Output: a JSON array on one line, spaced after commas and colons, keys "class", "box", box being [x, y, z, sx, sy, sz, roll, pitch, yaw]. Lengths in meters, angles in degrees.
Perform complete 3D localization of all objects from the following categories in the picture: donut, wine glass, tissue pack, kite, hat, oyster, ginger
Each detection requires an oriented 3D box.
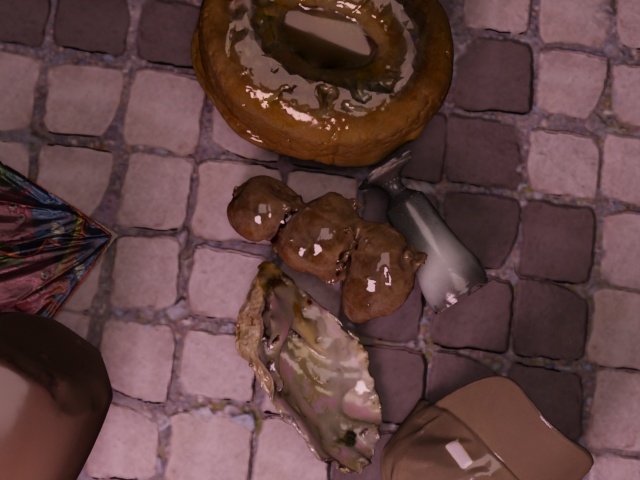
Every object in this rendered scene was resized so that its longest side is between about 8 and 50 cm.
[{"class": "donut", "box": [0.003, -0.185, 1.410, 0.261, 0.128, 0.209, 13, 81, -3]}, {"class": "wine glass", "box": [0.103, -0.009, 1.424, 0.072, 0.072, 0.155, -31, 87, -10]}, {"class": "tissue pack", "box": [-0.397, 0.138, 1.240, 0.387, 0.267, 0.277, 33, 96, 2]}, {"class": "kite", "box": [-0.313, 0.021, 1.401, 0.233, 0.016, 0.321, -9, 84, -10]}, {"class": "hat", "box": [0.151, 0.220, 1.351, 0.166, 0.173, 0.144, 45, 72, 2]}, {"class": "oyster", "box": [-0.018, 0.133, 1.393, 0.209, 0.072, 0.133, 50, 49, -11]}, {"class": "ginger", "box": [0.000, 0.000, 1.392, 0.204, 0.080, 0.104, 33, 107, 10]}]
